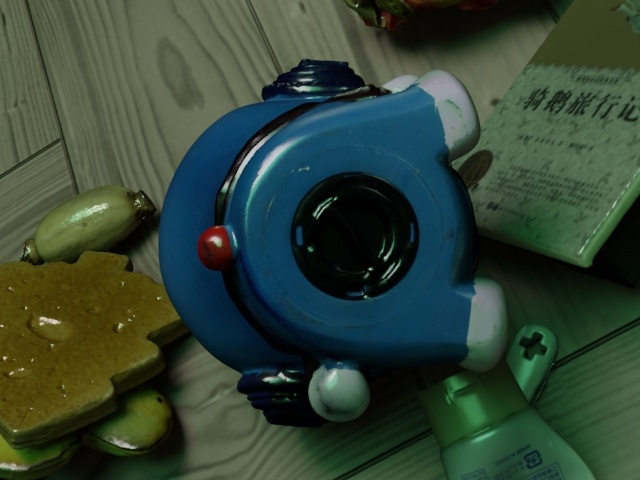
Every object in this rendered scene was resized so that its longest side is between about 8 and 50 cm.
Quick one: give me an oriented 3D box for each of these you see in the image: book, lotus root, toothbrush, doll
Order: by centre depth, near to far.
[{"bbox_3d":[0.071,0.241,0.769,0.042,0.040,0.418,24,77,24],"label":"toothbrush"},{"bbox_3d":[0.000,0.000,0.786,0.240,0.310,0.284,5,89,-7],"label":"doll"},{"bbox_3d":[0.224,-0.127,0.821,0.310,0.021,0.217,-54,25,-6],"label":"book"},{"bbox_3d":[-0.231,-0.013,1.034,0.150,0.062,0.073,-24,13,10],"label":"lotus root"}]

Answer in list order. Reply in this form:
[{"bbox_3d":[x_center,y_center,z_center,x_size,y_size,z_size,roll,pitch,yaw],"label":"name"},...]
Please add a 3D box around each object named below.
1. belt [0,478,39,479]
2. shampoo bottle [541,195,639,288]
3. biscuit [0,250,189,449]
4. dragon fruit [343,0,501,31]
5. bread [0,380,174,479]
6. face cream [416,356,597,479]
[{"bbox_3d":[-0.359,0.220,0.973,0.198,0.078,0.151,-27,58,13],"label":"belt"},{"bbox_3d":[0.275,-0.114,0.826,0.309,0.071,0.098,-57,32,-8],"label":"shampoo bottle"},{"bbox_3d":[-0.220,0.093,0.926,0.212,0.041,0.239,9,39,5],"label":"biscuit"},{"bbox_3d":[0.116,-0.330,0.937,0.303,0.237,0.231,-61,34,1],"label":"dragon fruit"},{"bbox_3d":[-0.220,0.164,0.911,0.187,0.065,0.149,14,33,14],"label":"bread"},{"bbox_3d":[0.144,0.195,0.735,0.114,0.070,0.224,-28,76,8],"label":"face cream"}]
